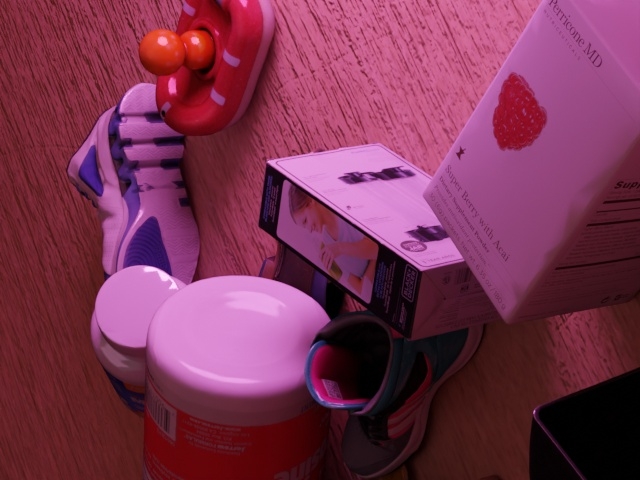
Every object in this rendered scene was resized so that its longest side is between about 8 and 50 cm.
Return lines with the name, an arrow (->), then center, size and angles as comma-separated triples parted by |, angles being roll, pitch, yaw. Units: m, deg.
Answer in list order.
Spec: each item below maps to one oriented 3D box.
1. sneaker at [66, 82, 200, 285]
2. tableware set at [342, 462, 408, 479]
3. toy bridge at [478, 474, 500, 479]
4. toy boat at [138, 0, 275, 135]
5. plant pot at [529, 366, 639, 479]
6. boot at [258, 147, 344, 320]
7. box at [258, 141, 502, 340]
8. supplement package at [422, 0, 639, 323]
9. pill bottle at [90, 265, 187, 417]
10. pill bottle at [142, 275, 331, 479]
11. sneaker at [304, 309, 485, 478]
sneaker -> -0.268, -0.055, 2.441 | 0.182, 0.127, 0.315 | -5, 86, 58
tableware set -> 0.087, 0.306, 2.095 | 0.104, 0.024, 0.154 | -52, 54, 41
toy bridge -> 0.235, 0.331, 1.888 | 0.188, 0.026, 0.063 | 37, 128, 45
toy boat -> -0.165, -0.241, 2.217 | 0.151, 0.151, 0.231 | 51, 134, 36
plant pot -> 0.308, 0.251, 1.653 | 0.188, 0.187, 0.167 | 54, 149, 33
boot -> 0.000, 0.000, 2.127 | 0.106, 0.082, 0.219 | 29, 119, 24
box -> 0.080, -0.006, 1.916 | 0.290, 0.169, 0.087 | 36, 127, 43
supplement package -> 0.260, -0.087, 1.640 | 0.177, 0.175, 0.293 | 59, 138, 30
pill bottle -> -0.218, 0.133, 2.271 | 0.272, 0.152, 0.152 | 81, 166, -69
pill bottle -> -0.106, 0.264, 2.150 | 0.229, 0.229, 0.407 | 45, 142, 40
sneaker -> 0.052, 0.174, 1.969 | 0.124, 0.178, 0.295 | 54, 133, 33
